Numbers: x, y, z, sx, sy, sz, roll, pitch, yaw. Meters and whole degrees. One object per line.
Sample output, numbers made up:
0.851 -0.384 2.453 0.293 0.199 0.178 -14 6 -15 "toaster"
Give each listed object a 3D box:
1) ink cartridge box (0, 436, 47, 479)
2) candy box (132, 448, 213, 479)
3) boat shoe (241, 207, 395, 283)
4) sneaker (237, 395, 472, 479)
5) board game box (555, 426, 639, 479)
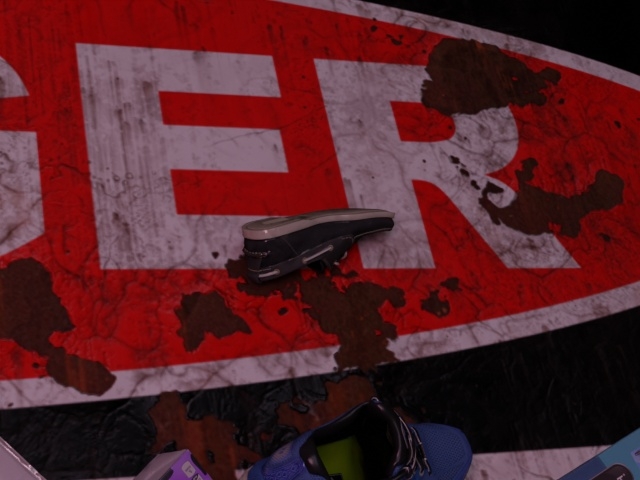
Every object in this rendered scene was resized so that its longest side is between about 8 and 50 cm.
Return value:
-0.342 0.318 1.071 0.197 0.270 0.198 41 52 9 "ink cartridge box"
-0.144 0.341 1.213 0.196 0.070 0.165 54 53 -13 "candy box"
0.000 0.000 1.557 0.233 0.084 0.079 -13 101 -36 "boat shoe"
0.071 0.253 1.327 0.330 0.147 0.130 -2 56 -47 "sneaker"
0.190 0.337 1.224 0.253 0.336 0.079 -23 68 -32 "board game box"
